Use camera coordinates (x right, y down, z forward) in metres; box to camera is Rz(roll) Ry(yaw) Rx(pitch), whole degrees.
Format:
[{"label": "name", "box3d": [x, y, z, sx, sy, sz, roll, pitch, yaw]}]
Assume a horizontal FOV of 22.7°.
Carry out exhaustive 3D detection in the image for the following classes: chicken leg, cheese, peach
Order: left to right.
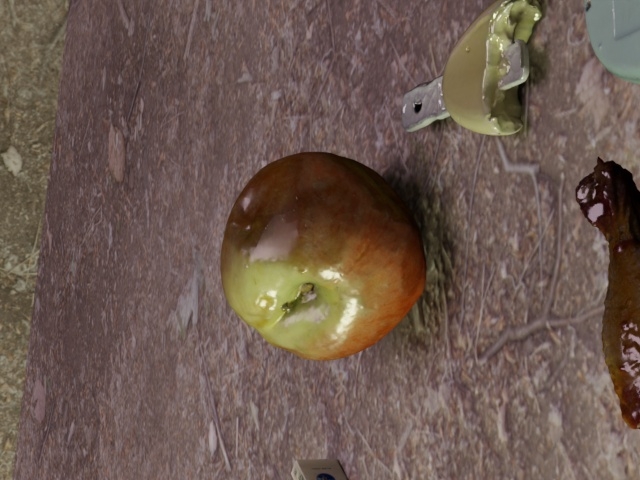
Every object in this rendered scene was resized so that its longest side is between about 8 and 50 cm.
[{"label": "peach", "box3d": [0.000, 0.000, 1.647, 0.235, 0.214, 0.214, -84, 12, -55]}, {"label": "cheese", "box3d": [0.139, -0.152, 1.543, 0.235, 0.050, 0.127, -15, 75, 63]}, {"label": "chicken leg", "box3d": [0.259, 0.097, 1.125, 0.322, 0.083, 0.177, 63, -162, -7]}]

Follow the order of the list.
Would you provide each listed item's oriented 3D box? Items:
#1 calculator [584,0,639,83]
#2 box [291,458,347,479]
[{"label": "calculator", "box3d": [0.291, -0.218, 1.230, 0.295, 0.042, 0.184, 160, 111, -64]}, {"label": "box", "box3d": [0.006, 0.280, 1.784, 0.083, 0.054, 0.024, -120, 38, -50]}]
